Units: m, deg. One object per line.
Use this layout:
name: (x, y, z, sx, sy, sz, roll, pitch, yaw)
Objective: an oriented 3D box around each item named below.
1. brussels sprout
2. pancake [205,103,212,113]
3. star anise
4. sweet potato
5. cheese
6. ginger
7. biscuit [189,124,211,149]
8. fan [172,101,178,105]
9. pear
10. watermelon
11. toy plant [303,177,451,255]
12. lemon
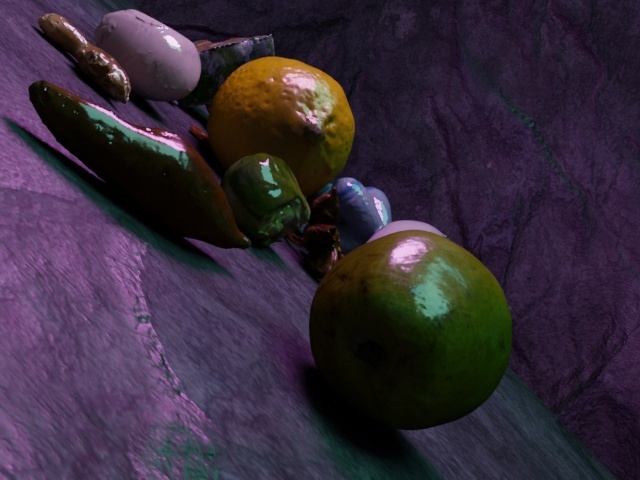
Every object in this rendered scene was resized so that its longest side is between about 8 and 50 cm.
brussels sprout: (-0.097, -0.075, 1.500, 0.145, 0.131, 0.183, 50, 13, 13)
pancake: (-0.186, -0.244, 2.302, 0.356, 0.065, 0.356, 45, 9, -9)
star anise: (0.005, 0.004, 1.717, 0.212, 0.111, 0.196, 103, -34, -63)
sweet potato: (-0.196, -0.080, 1.084, 0.359, 0.112, 0.112, 41, 6, -41)
cheese: (-0.336, -0.359, 1.758, 0.189, 0.154, 0.198, 25, 2, 24)
ginger: (-0.407, -0.324, 1.545, 0.214, 0.059, 0.133, 44, 2, -11)
biscuit: (-0.258, -0.223, 1.971, 0.091, 0.015, 0.078, 43, 8, 0)
fan: (-0.399, -0.361, 1.989, 0.057, 0.023, 0.282, 47, 6, 18)
pear: (0.111, 0.114, 1.097, 0.253, 0.253, 0.307, 45, 22, 11)
watermelon: (-0.258, -0.429, 2.232, 0.302, 0.264, 0.151, 27, -48, 61)
toy plant: (0.093, -0.016, 1.925, 0.332, 0.247, 0.247, 42, 6, 22)
lemon: (-0.087, -0.240, 1.881, 0.336, 0.336, 0.336, 43, 7, -6)
